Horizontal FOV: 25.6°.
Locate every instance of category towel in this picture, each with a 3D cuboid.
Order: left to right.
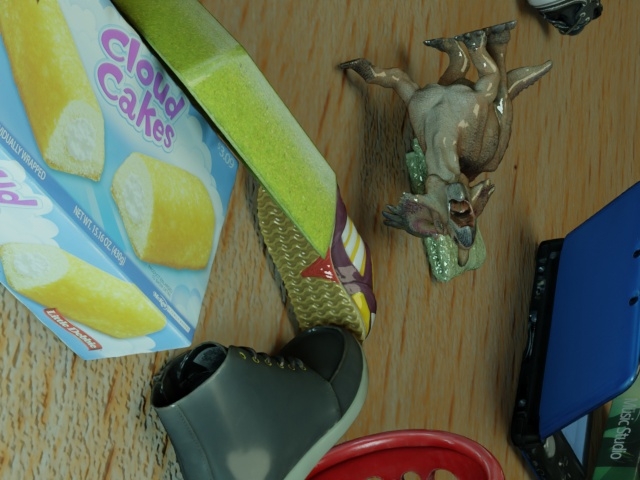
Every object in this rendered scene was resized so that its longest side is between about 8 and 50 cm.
[{"bbox_3d":[0.129,-0.036,1.429,0.110,0.027,0.148,-18,97,-61],"label":"towel"}]

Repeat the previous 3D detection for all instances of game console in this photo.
[{"bbox_3d":[0.324,0.124,1.584,0.250,0.173,0.293,55,37,-38],"label":"game console"}]

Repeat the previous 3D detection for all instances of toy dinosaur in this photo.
[{"bbox_3d":[0.134,-0.094,1.337,0.295,0.127,0.200,-26,104,-56],"label":"toy dinosaur"}]

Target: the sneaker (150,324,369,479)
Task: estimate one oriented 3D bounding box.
[{"bbox_3d":[-0.037,0.099,1.019,0.118,0.083,0.222,67,32,-22],"label":"sneaker"}]

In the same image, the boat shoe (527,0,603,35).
[{"bbox_3d":[0.325,-0.306,1.837,0.228,0.080,0.076,-33,109,-68],"label":"boat shoe"}]

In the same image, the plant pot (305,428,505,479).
[{"bbox_3d":[0.062,0.260,1.038,0.191,0.191,0.174,-49,127,-56],"label":"plant pot"}]

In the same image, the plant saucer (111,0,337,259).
[{"bbox_3d":[-0.063,-0.100,0.958,0.188,0.045,0.188,52,-2,-42],"label":"plant saucer"}]

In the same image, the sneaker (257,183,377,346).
[{"bbox_3d":[0.000,0.000,1.148,0.084,0.069,0.186,-57,137,-64],"label":"sneaker"}]

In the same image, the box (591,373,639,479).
[{"bbox_3d":[0.379,0.341,1.707,0.322,0.058,0.232,-61,143,-51],"label":"box"}]

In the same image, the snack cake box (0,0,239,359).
[{"bbox_3d":[-0.162,-0.064,0.834,0.264,0.089,0.152,52,40,-42],"label":"snack cake box"}]
